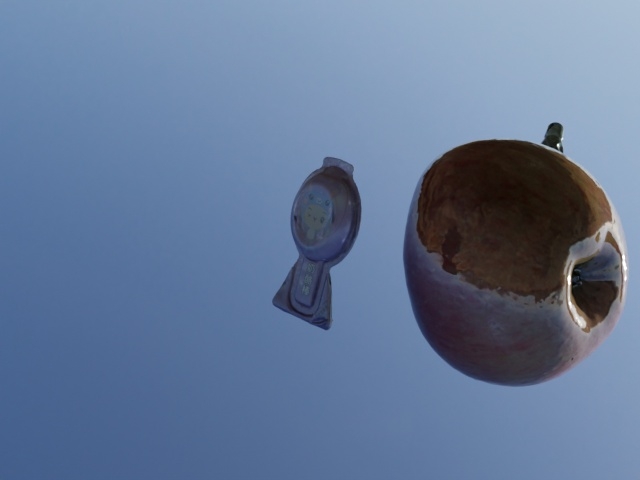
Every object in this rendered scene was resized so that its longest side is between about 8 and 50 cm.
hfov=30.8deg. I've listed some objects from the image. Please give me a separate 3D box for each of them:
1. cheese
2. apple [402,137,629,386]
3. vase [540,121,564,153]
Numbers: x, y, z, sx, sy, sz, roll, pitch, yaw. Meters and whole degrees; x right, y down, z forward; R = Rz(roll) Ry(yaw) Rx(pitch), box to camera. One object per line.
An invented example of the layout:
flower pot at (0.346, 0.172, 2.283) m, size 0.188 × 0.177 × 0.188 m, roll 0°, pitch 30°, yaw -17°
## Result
cheese at (0.000, 0.000, 1.318) m, size 0.105 × 0.191 × 0.042 m, roll 20°, pitch -167°, yaw 42°
apple at (0.269, 0.031, 1.570) m, size 0.269 × 0.345 × 0.345 m, roll 3°, pitch -161°, yaw 27°
vase at (0.411, -0.128, 2.123) m, size 0.060 × 0.060 × 0.211 m, roll 13°, pitch -117°, yaw 8°
